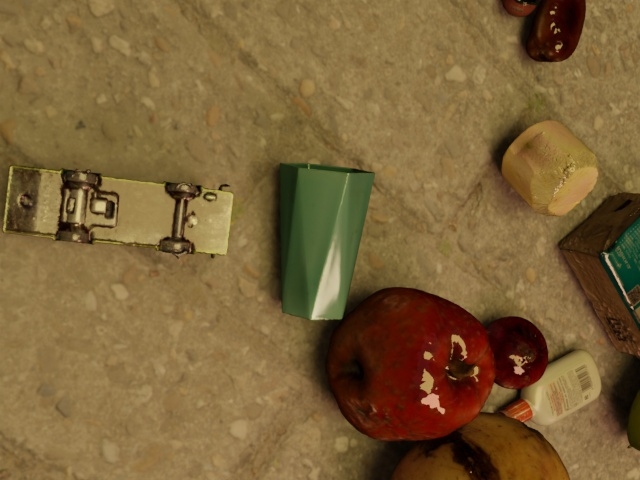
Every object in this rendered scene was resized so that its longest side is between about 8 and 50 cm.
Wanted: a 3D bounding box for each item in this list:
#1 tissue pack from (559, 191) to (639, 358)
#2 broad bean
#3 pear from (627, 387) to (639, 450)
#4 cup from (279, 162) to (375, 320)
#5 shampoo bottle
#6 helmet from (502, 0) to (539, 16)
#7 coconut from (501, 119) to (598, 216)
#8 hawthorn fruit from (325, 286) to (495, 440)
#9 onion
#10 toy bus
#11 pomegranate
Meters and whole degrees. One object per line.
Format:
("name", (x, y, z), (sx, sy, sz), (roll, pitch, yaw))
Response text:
("tissue pack", (0.600, 0.067, 1.648), (0.192, 0.134, 0.271), (-39, 109, -19))
("broad bean", (0.427, -0.395, 1.560), (0.114, 0.084, 0.165), (28, 78, -59))
("pear", (0.750, 0.288, 1.669), (0.342, 0.238, 0.318), (17, 90, -34))
("cup", (0.000, 0.000, 1.365), (0.148, 0.134, 0.235), (-9, 108, -51))
("shampoo bottle", (0.427, 0.290, 1.626), (0.221, 0.051, 0.108), (-23, 104, -22))
("helmet", (0.354, -0.426, 1.543), (0.065, 0.049, 0.084), (27, 51, 8))
("coconut", (0.398, -0.133, 1.536), (0.147, 0.152, 0.147), (-22, 143, -17))
("hawthorn fruit", (0.143, 0.200, 1.377), (0.258, 0.262, 0.258), (8, 90, -66))
("onion", (0.342, 0.201, 1.540), (0.131, 0.131, 0.131), (-2, 94, -26))
("toy bus", (-0.281, -0.042, 1.220), (0.302, 0.139, 0.113), (7, 90, -18))
("pomegranate", (0.255, 0.432, 1.421), (0.322, 0.322, 0.322), (-2, 94, -26))
